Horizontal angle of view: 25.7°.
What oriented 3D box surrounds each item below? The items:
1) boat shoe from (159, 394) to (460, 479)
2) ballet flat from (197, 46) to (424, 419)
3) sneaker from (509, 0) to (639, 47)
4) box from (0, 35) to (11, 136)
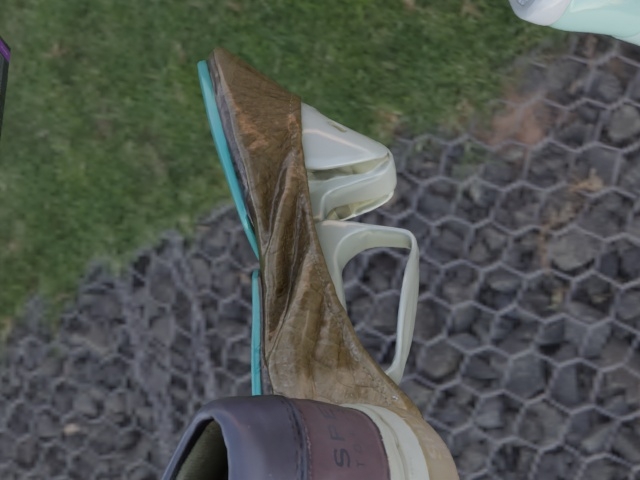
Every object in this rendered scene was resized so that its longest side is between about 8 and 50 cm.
[{"bbox_3d":[-0.056,0.173,0.439,0.285,0.092,0.103,-63,30,9],"label":"boat shoe"},{"bbox_3d":[0.000,0.000,0.938,0.124,0.116,0.342,-14,54,3],"label":"ballet flat"},{"bbox_3d":[0.199,-0.204,0.997,0.256,0.151,0.094,-94,24,-54],"label":"sneaker"},{"bbox_3d":[-0.224,-0.119,0.803,0.029,0.116,0.162,-29,30,6],"label":"box"}]
